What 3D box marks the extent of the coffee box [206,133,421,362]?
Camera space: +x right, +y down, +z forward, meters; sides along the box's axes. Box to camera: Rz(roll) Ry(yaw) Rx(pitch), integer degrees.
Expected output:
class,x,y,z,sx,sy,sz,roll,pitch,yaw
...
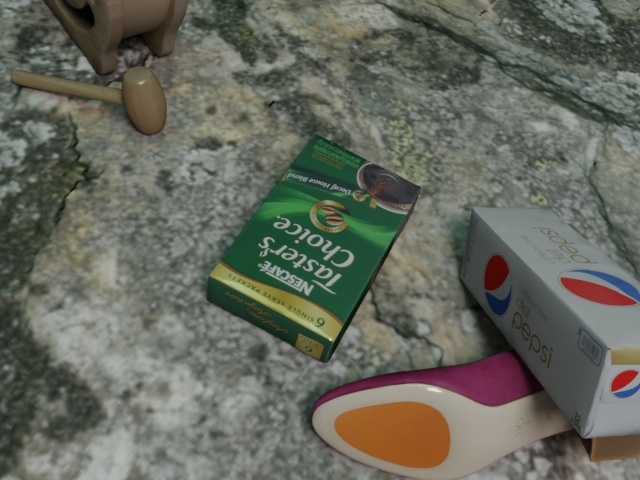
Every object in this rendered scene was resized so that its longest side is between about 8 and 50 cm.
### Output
class,x,y,z,sx,sy,sz,roll,pitch,yaw
coffee box,0.000,0.000,0.585,0.113,0.040,0.184,29,55,9

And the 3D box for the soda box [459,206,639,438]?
class,x,y,z,sx,sy,sz,roll,pitch,yaw
soda box,0.177,0.046,0.511,0.074,0.069,0.216,0,25,-11

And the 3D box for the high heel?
class,x,y,z,sx,sy,sz,roll,pitch,yaw
high heel,0.116,0.111,0.528,0.244,0.082,0.117,-5,21,2

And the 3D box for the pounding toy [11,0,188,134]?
class,x,y,z,sx,sy,sz,roll,pitch,yaw
pounding toy,-0.221,-0.231,0.632,0.155,0.154,0.269,-27,64,-27
